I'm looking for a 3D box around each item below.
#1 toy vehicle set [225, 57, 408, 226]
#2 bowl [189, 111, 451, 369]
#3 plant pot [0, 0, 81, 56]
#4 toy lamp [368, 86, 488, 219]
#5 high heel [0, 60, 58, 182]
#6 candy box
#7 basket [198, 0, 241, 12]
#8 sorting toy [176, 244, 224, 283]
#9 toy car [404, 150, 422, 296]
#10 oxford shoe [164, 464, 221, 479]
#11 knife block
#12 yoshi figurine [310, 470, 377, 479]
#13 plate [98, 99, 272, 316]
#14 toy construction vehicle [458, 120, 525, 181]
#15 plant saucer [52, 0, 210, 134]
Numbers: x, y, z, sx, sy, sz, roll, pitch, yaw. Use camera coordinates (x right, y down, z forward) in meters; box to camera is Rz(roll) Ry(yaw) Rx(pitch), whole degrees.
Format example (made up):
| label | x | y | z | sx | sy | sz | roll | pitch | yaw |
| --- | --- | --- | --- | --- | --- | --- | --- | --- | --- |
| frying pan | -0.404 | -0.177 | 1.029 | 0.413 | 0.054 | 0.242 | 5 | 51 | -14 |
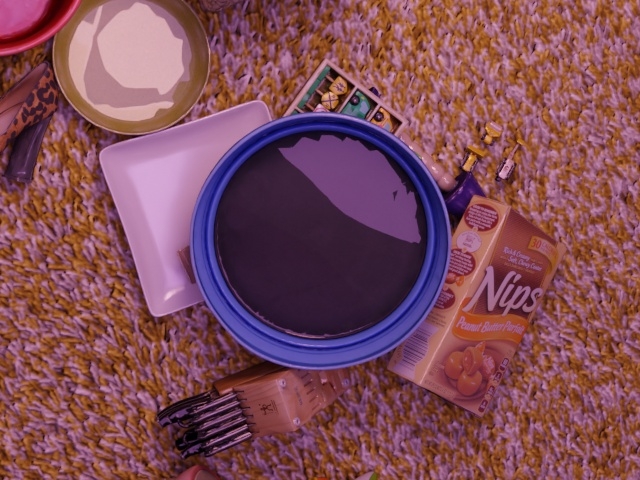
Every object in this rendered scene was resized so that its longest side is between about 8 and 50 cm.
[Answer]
| label | x | y | z | sx | sy | sz | roll | pitch | yaw |
| --- | --- | --- | --- | --- | --- | --- | --- | --- | --- |
| toy vehicle set | -0.006 | -0.128 | 1.914 | 0.166 | 0.035 | 0.267 | 35 | 90 | -9 |
| bowl | 0.000 | 0.000 | 1.858 | 0.391 | 0.077 | 0.391 | 0 | 101 | 0 |
| plant pot | -0.468 | -0.387 | 1.753 | 0.274 | 0.243 | 0.275 | -1 | 93 | -13 |
| toy lamp | 0.163 | -0.132 | 1.993 | 0.274 | 0.080 | 0.080 | 40 | 84 | -12 |
| high heel | -0.480 | -0.189 | 1.773 | 0.093 | 0.261 | 0.186 | 16 | 92 | 23 |
| candy box | 0.255 | 0.108 | 1.984 | 0.183 | 0.087 | 0.316 | 30 | 86 | -43 |
| basket | -0.091 | -0.529 | 1.790 | 0.266 | 0.331 | 0.328 | -23 | 97 | -9 |
| sorting toy | -0.180 | 0.042 | 1.911 | 0.062 | 0.012 | 0.083 | -26 | 95 | -15 |
| toy car | 0.112 | -0.035 | 1.955 | 0.239 | 0.053 | 0.225 | 20 | 94 | 18 |
| oxford shoe | -0.162 | 0.538 | 1.945 | 0.146 | 0.140 | 0.397 | -21 | 103 | 19 |
| knife block | -0.116 | 0.254 | 1.956 | 0.275 | 0.242 | 0.088 | -30 | 104 | -55 |
| yoshi figurine | 0.115 | 0.517 | 1.967 | 0.362 | 0.203 | 0.203 | 20 | 104 | -15 |
| plate | -0.178 | -0.052 | 1.936 | 0.277 | 0.045 | 0.278 | -19 | 97 | -11 |
| toy construction vehicle | 0.285 | -0.142 | 2.047 | 0.086 | 0.035 | 0.098 | 28 | 84 | -2 |
| plant saucer | -0.291 | -0.281 | 1.898 | 0.241 | 0.037 | 0.241 | 0 | 89 | -13 |
